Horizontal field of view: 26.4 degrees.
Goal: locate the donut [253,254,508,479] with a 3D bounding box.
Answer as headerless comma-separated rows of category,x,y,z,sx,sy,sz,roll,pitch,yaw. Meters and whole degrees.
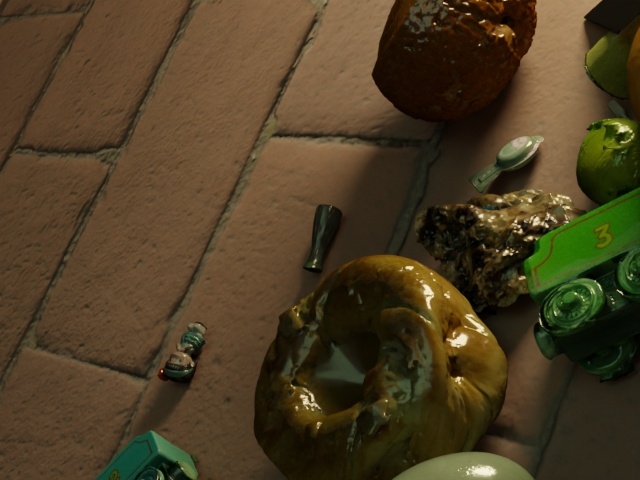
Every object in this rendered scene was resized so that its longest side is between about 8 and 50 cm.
donut,0.075,0.189,1.806,0.360,0.170,0.360,-28,46,34

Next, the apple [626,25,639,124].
apple,0.508,-0.209,1.637,0.286,0.233,0.286,-26,46,30

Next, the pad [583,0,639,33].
pad,0.457,-0.363,1.869,0.202,0.005,0.300,-43,8,10

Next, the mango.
mango,0.388,-0.101,1.768,0.178,0.100,0.119,-99,29,-69

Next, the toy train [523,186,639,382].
toy train,0.365,0.048,1.662,0.243,0.132,0.188,-29,39,22

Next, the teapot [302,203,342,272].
teapot,0.000,0.000,2.128,0.043,0.043,0.110,-4,61,43

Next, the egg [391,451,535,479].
egg,0.137,0.363,1.572,0.283,0.203,0.203,-42,39,7

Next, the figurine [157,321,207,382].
figurine,-0.220,0.182,2.194,0.060,0.047,0.106,8,61,30

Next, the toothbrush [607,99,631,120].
toothbrush,0.445,-0.113,1.789,0.022,0.026,0.263,-47,38,16

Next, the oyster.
oyster,0.248,-0.005,1.859,0.223,0.083,0.214,-35,43,9

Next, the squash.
squash,0.453,-0.281,1.802,0.224,0.094,0.094,-46,31,48

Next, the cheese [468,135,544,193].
cheese,0.267,-0.114,1.951,0.121,0.026,0.067,-36,23,4

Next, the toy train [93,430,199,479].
toy train,-0.270,0.391,2.028,0.203,0.112,0.163,-44,33,5

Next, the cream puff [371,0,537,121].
cream puff,0.207,-0.311,2.022,0.303,0.212,0.303,-60,7,13
